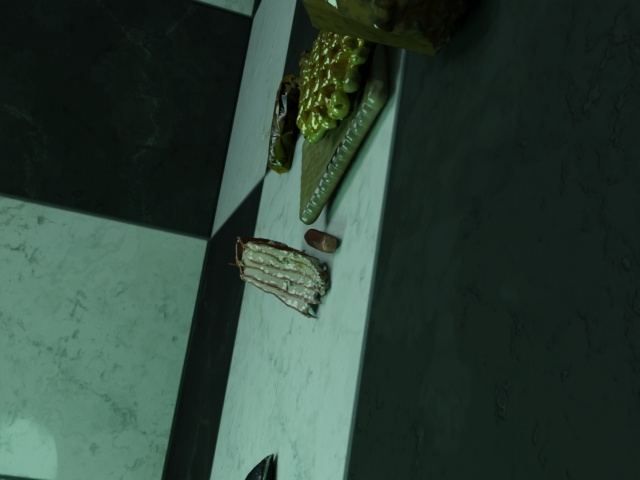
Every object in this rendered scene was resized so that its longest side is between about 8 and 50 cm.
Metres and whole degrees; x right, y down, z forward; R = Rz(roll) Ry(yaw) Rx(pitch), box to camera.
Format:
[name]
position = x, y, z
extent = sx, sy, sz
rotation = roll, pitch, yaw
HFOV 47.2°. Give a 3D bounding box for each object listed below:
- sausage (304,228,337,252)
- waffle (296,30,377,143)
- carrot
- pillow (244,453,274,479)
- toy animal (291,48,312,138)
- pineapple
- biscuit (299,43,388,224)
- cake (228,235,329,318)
[sausage]
position = 0.000, 0.001, 1.234
extent = 0.147, 0.035, 0.030
rotation = -154, 73, -77
[waffle]
position = 0.026, -0.304, 1.185
extent = 0.301, 0.058, 0.282
rotation = 136, 146, -62
[carrot]
position = -0.082, -0.271, 1.709
extent = 0.069, 0.068, 0.229
rotation = 165, 116, -73
[pillow]
position = -0.130, 0.480, 1.294
extent = 0.208, 0.055, 0.141
rotation = 119, 166, -45
[toy animal]
position = -0.026, -0.324, 1.570
extent = 0.275, 0.054, 0.149
rotation = -107, 30, -60
[pineapple]
position = 0.106, -0.404, 0.862
extent = 0.202, 0.202, 0.362
rotation = -155, 80, -75
[biscuit]
position = 0.036, -0.195, 1.232
extent = 0.325, 0.044, 0.217
rotation = 121, 159, -44
[cake]
position = -0.050, 0.058, 1.302
extent = 0.287, 0.135, 0.098
rotation = 27, 100, 55
